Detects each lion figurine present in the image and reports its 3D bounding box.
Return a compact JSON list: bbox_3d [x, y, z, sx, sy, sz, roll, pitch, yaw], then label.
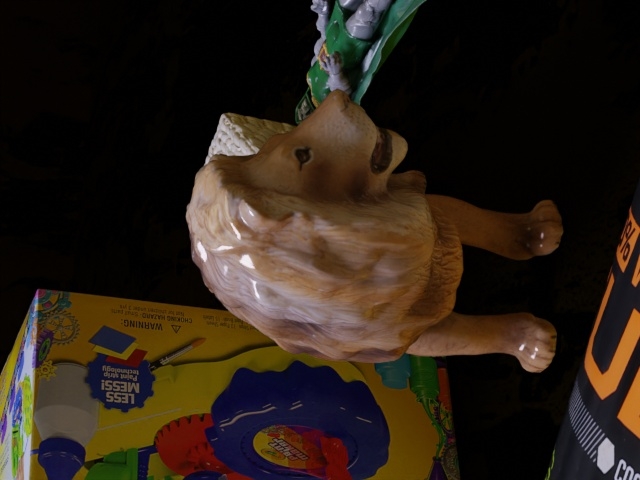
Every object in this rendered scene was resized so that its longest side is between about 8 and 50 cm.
[{"bbox_3d":[0.000,0.000,0.884,0.392,0.240,0.142,179,98,-71],"label":"lion figurine"}]

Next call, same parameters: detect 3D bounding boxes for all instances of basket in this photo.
[{"bbox_3d":[-0.037,-0.039,1.198,0.167,0.113,0.103,-133,55,-65],"label":"basket"}]

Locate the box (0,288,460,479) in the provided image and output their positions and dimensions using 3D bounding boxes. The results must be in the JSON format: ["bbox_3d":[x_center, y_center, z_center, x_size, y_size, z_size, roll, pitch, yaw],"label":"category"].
[{"bbox_3d":[-0.068,0.208,0.922,0.177,0.290,0.279,126,145,-53],"label":"box"}]

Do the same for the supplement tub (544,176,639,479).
[{"bbox_3d":[0.180,0.043,0.426,0.193,0.193,0.316,-129,50,-64],"label":"supplement tub"}]

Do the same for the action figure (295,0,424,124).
[{"bbox_3d":[0.025,-0.171,1.159,0.232,0.063,0.137,115,151,-49],"label":"action figure"}]
